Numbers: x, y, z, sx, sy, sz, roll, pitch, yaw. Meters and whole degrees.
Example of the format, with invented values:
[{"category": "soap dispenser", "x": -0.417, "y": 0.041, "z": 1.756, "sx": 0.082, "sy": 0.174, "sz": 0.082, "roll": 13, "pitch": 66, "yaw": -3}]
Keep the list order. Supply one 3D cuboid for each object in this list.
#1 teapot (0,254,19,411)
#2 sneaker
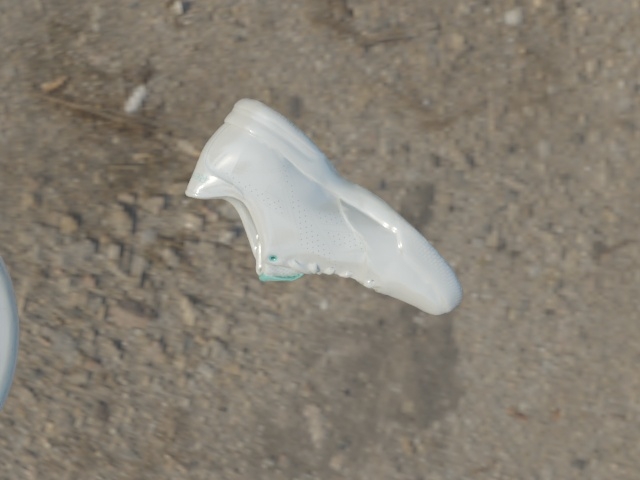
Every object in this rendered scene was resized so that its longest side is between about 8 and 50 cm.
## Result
[{"category": "teapot", "x": -0.352, "y": 0.064, "z": 1.148, "sx": 0.256, "sy": 0.187, "sz": 0.253, "roll": 4, "pitch": 84, "yaw": -43}, {"category": "sneaker", "x": 0.000, "y": 0.000, "z": 1.110, "sx": 0.212, "sy": 0.080, "sz": 0.094, "roll": 38, "pitch": 82, "yaw": -14}]
